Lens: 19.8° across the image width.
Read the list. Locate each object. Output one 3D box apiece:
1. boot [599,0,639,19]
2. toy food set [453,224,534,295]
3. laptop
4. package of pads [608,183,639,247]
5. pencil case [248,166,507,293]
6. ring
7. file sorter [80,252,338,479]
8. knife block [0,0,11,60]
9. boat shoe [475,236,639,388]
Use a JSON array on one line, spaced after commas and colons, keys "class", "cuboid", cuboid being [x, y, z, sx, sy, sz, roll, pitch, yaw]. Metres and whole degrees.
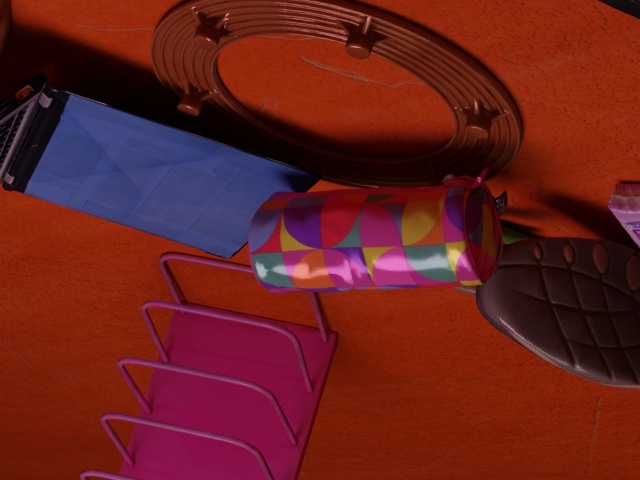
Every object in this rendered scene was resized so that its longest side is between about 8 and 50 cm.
[{"class": "boot", "cuboid": [0.240, -0.163, 1.312, 0.099, 0.045, 0.121, 21, 150, -17]}, {"class": "toy food set", "cuboid": [0.169, 0.015, 1.804, 0.132, 0.038, 0.192, 15, 164, 22]}, {"class": "laptop", "cuboid": [-0.268, 0.010, 1.782, 0.236, 0.408, 0.382, 51, 160, 0]}, {"class": "package of pads", "cuboid": [0.294, -0.021, 1.627, 0.050, 0.032, 0.083, 4, 155, 33]}, {"class": "pencil case", "cuboid": [0.052, -0.006, 1.651, 0.236, 0.104, 0.104, -6, 150, 28]}, {"class": "ring", "cuboid": [0.010, -0.115, 1.601, 0.336, 0.032, 0.336, 15, 157, 6]}, {"class": "file sorter", "cuboid": [-0.124, 0.183, 2.060, 0.202, 0.290, 0.182, 10, 154, 14]}, {"class": "knife block", "cuboid": [-0.335, -0.142, 1.496, 0.088, 0.242, 0.275, 18, 158, -1]}, {"class": "boat shoe", "cuboid": [0.296, 0.089, 1.726, 0.355, 0.132, 0.130, 17, 165, -18]}]
